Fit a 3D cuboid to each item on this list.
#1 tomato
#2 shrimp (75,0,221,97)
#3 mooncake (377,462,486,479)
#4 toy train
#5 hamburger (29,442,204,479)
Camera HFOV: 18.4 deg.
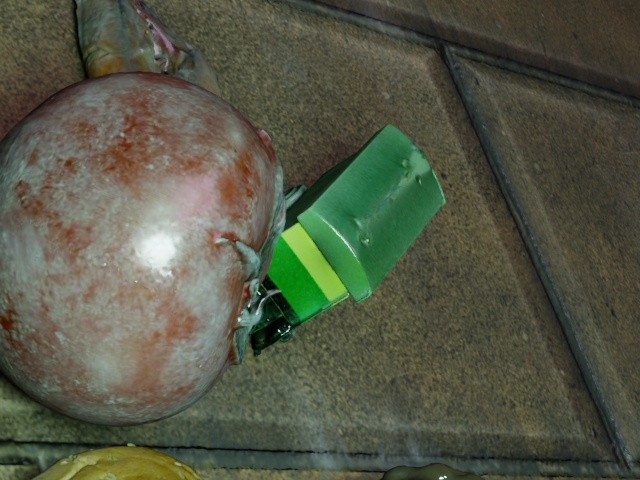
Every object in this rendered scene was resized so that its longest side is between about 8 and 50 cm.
[{"bbox_3d":[-0.167,0.009,1.761,0.282,0.317,0.317,17,35,4],"label":"tomato"},{"bbox_3d":[-0.193,-0.214,2.173,0.164,0.062,0.317,7,51,-40],"label":"shrimp"},{"bbox_3d":[0.104,0.334,1.889,0.228,0.228,0.124,52,32,-3],"label":"mooncake"},{"bbox_3d":[0.000,0.000,2.098,0.120,0.202,0.301,54,30,-7],"label":"toy train"},{"bbox_3d":[-0.136,0.298,1.690,0.309,0.132,0.211,47,34,-8],"label":"hamburger"}]
